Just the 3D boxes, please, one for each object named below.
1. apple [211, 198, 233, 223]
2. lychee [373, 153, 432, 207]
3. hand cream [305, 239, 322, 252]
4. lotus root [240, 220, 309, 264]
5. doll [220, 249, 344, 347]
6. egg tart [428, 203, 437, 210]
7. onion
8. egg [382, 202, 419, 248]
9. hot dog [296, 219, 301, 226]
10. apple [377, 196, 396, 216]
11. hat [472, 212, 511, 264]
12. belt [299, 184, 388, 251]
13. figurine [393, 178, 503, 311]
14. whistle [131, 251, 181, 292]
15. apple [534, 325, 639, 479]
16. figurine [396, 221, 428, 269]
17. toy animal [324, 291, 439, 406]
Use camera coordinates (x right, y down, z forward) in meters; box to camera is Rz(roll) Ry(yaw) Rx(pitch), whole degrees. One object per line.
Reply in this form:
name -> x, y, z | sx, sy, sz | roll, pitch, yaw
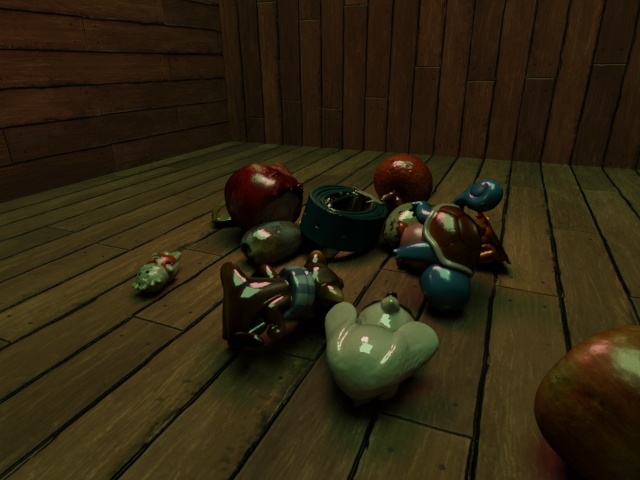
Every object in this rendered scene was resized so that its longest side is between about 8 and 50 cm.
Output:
apple -> -0.391, -0.152, 2.001 | 0.265, 0.119, 0.193 | -9, 13, -25
lychee -> 0.351, -0.247, 1.827 | 0.255, 0.255, 0.300 | 9, 37, 23
hand cream -> 0.000, 0.000, 1.713 | 0.087, 0.055, 0.235 | 9, 17, 16
lotus root -> -0.153, -0.009, 1.610 | 0.158, 0.139, 0.322 | 18, 26, 38
doll -> -0.106, 0.161, 1.117 | 0.340, 0.209, 0.318 | -10, 30, -27
egg tart -> 0.453, -0.100, 1.850 | 0.213, 0.090, 0.212 | -11, 20, 4
onion -> -0.242, -0.168, 1.775 | 0.342, 0.340, 0.341 | 0, 22, 0
egg -> 0.336, -0.050, 1.654 | 0.228, 0.176, 0.177 | -31, 35, -26
hot dog -> -0.059, -0.046, 1.760 | 0.041, 0.056, 0.133 | 39, 4, 32
apple -> 0.351, -0.189, 2.021 | 0.147, 0.147, 0.163 | -5, 21, -12
hat -> 0.513, 0.027, 1.541 | 0.233, 0.244, 0.233 | -27, -15, 15
belt -> 0.100, -0.094, 1.698 | 0.300, 0.173, 0.437 | 27, 28, 17
figurine -> 0.399, 0.009, 1.303 | 0.298, 0.415, 0.243 | 28, -9, -33
whistle -> -0.529, 0.097, 1.413 | 0.102, 0.105, 0.253 | 18, 24, 2
apple -> 0.532, 0.289, 0.703 | 0.310, 0.277, 0.250 | -22, 43, -11
figurine -> 0.357, 0.020, 1.488 | 0.174, 0.173, 0.173 | 0, 22, 0
toy animal -> 0.135, 0.236, 0.960 | 0.249, 0.173, 0.289 | -1, 21, 0
